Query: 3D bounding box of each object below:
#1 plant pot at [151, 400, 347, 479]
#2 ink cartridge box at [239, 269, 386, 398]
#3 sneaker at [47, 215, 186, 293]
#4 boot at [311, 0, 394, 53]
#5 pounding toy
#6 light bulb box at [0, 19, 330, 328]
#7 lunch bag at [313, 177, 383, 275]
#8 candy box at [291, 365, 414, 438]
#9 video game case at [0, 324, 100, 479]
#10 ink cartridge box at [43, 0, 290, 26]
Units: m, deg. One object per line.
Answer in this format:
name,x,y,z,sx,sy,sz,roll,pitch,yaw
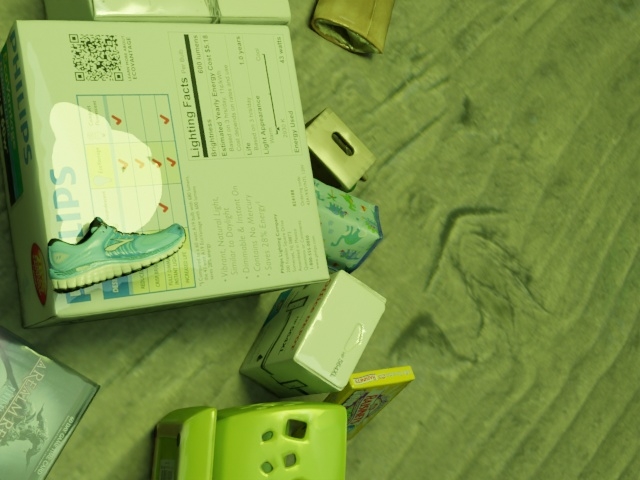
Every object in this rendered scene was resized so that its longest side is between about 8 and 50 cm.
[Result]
plant pot,-0.107,0.320,1.154,0.207,0.228,0.227,8,76,-21
ink cartridge box,-0.014,0.136,1.245,0.086,0.203,0.148,35,64,-14
sneaker,-0.225,0.004,0.977,0.162,0.063,0.073,-18,89,-31
boot,0.123,-0.434,1.513,0.236,0.089,0.269,21,70,-14
pounding toy,0.023,-0.127,1.376,0.141,0.130,0.100,46,69,-10
light bulb box,-0.217,-0.085,1.163,0.361,0.225,0.357,-6,84,-30
lunch bag,0.000,0.000,1.324,0.129,0.151,0.096,24,37,-22
candy box,0.043,0.241,1.266,0.105,0.206,0.027,-5,58,-31
video game case,-0.441,0.197,1.097,0.274,0.026,0.196,36,65,-18
ink cartridge box,-0.215,-0.325,1.222,0.283,0.207,0.117,-8,86,-31
